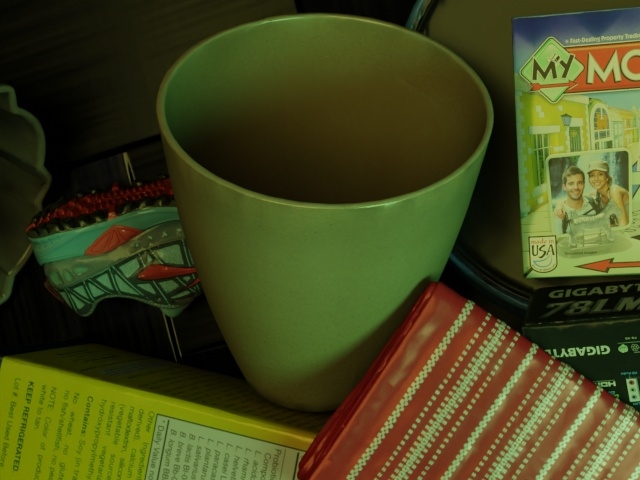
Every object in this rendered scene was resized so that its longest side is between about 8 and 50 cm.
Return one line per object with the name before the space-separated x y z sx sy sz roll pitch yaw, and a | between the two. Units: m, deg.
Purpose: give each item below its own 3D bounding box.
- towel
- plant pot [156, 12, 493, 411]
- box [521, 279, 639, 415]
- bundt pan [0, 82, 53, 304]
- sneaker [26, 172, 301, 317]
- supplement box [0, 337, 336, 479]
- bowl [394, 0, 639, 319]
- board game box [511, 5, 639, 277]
towel | 0.142 0.181 1.320 0.274 0.031 0.199 34 94 -3
plant pot | 0.000 0.000 1.386 0.256 0.256 0.274 16 131 17
box | 0.329 0.168 1.353 0.295 0.073 0.293 -7 115 19
bundt pan | -0.406 -0.028 1.521 0.124 0.331 0.331 34 100 31
sneaker | -0.126 0.004 1.553 0.261 0.104 0.125 -9 116 10
supplement box | -0.114 0.220 1.484 0.356 0.195 0.194 13 94 18
bowl | 0.241 -0.111 1.432 0.391 0.077 0.391 0 91 17
board game box | 0.314 -0.082 1.346 0.317 0.046 0.214 -3 90 17
